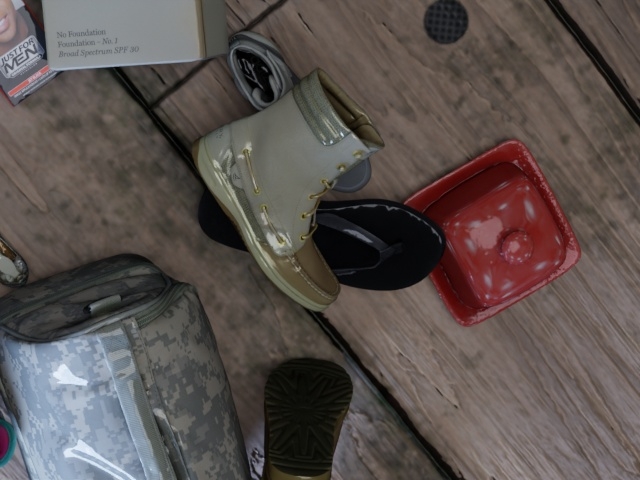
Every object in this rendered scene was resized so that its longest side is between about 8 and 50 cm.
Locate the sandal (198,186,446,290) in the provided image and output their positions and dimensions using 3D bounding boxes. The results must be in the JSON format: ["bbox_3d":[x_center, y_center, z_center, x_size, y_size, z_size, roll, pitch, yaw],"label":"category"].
[{"bbox_3d":[-0.001,0.001,1.949,0.254,0.054,0.097,10,114,0],"label":"sandal"}]

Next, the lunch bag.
[{"bbox_3d":[-0.185,0.183,1.859,0.212,0.256,0.305,-19,102,-12],"label":"lunch bag"}]

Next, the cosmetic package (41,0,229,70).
[{"bbox_3d":[-0.185,-0.323,1.831,0.160,0.113,0.309,-4,98,12],"label":"cosmetic package"}]

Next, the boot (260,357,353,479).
[{"bbox_3d":[-0.037,0.286,1.978,0.089,0.236,0.269,11,120,4],"label":"boot"}]

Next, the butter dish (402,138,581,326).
[{"bbox_3d":[0.188,-0.001,1.984,0.160,0.118,0.160,-30,104,-5],"label":"butter dish"}]

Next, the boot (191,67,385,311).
[{"bbox_3d":[-0.003,-0.047,1.865,0.165,0.077,0.213,-30,104,20],"label":"boot"}]

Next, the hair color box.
[{"bbox_3d":[-0.315,-0.209,1.885,0.072,0.043,0.141,-36,103,-4],"label":"hair color box"}]

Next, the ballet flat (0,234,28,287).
[{"bbox_3d":[-0.334,0.004,1.916,0.041,0.041,0.114,-46,104,-2],"label":"ballet flat"}]

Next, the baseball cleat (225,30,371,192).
[{"bbox_3d":[-0.027,-0.119,1.926,0.072,0.109,0.206,-42,100,11],"label":"baseball cleat"}]

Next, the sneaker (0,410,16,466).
[{"bbox_3d":[-0.370,0.237,1.864,0.178,0.124,0.295,-9,116,25],"label":"sneaker"}]
